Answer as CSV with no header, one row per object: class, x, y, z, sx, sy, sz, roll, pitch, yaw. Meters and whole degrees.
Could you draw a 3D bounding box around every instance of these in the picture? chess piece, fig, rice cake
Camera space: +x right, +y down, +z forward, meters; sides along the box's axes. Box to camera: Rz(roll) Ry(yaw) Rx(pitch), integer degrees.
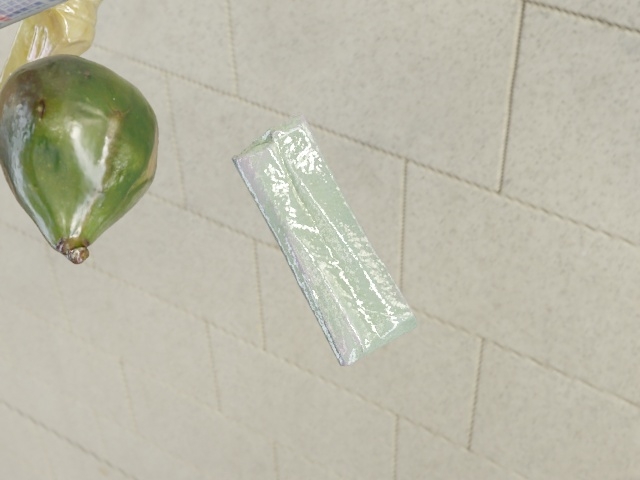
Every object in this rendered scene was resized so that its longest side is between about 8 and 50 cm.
chess piece,-0.413,-0.326,1.550,0.137,0.300,0.137,23,-179,0
fig,-0.281,-0.086,1.116,0.196,0.244,0.195,6,155,3
rice cake,0.000,-0.001,0.891,0.221,0.080,0.042,61,171,0

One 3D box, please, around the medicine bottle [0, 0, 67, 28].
medicine bottle,-0.347,-0.226,0.864,0.341,0.130,0.130,-15,117,24
